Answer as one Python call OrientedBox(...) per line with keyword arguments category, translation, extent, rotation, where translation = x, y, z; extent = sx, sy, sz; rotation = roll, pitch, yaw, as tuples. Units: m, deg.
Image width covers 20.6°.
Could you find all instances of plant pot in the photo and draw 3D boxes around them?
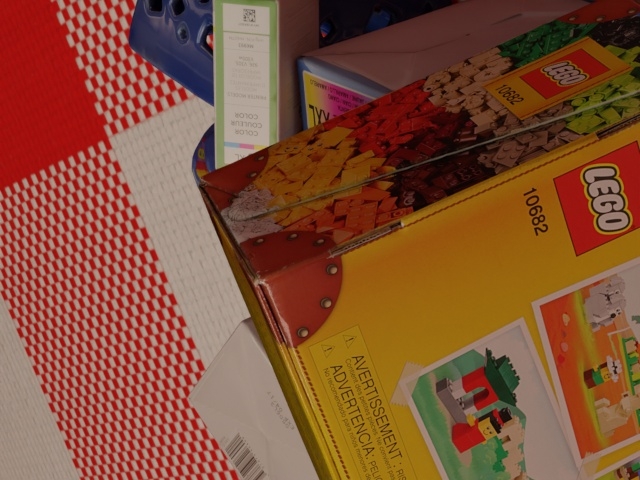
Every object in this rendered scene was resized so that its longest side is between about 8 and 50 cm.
OrientedBox(category="plant pot", translation=(-0.017, -0.250, 1.663), extent=(0.236, 0.236, 0.212), rotation=(34, 128, 37))

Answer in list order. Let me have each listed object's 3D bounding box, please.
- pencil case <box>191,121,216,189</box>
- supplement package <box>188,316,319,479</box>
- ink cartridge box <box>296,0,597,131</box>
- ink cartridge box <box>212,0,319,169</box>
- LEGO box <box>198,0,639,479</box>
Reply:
OrientedBox(category="pencil case", translation=(-0.034, -0.082, 1.824), extent=(0.306, 0.133, 0.119), rotation=(-175, 88, -70))
OrientedBox(category="supplement package", translation=(0.053, 0.132, 1.740), extent=(0.177, 0.293, 0.175), rotation=(55, 145, 15))
OrientedBox(category="ink cartridge box", translation=(0.140, 0.000, 1.562), extent=(0.151, 0.270, 0.396), rotation=(30, 133, 47))
OrientedBox(category="ink cartridge box", translation=(-0.045, -0.119, 1.502), extent=(0.062, 0.109, 0.209), rotation=(6, 112, 17))
OrientedBox(category="LEGO box", translation=(0.173, 0.118, 1.387), extent=(0.193, 0.372, 0.500), rotation=(-126, 13, -62))
